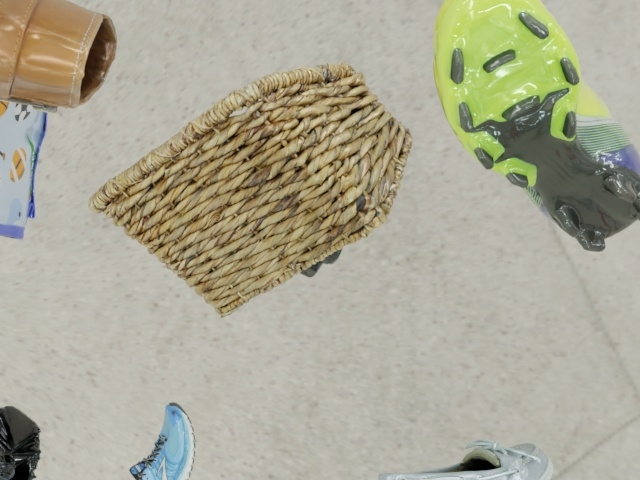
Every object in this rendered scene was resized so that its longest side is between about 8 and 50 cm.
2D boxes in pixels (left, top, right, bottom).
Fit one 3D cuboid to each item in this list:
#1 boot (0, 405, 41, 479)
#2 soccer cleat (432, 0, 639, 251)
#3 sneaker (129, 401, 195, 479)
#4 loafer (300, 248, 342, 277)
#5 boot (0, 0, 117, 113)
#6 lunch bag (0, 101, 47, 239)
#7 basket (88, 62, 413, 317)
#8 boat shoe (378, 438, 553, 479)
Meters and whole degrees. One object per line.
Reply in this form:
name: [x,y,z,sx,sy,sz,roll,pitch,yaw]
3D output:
boot: [-0.398,0.277,1.349,0.094,0.246,0.207,44,99,-4]
soccer cleat: [0.145,-0.095,0.805,0.093,0.121,0.289,-32,140,16]
sneaker: [-0.202,0.284,1.461,0.073,0.063,0.162,9,89,-18]
loafer: [0.000,0.000,1.645,0.062,0.170,0.061,36,68,-9]
boot: [-0.162,-0.085,0.434,0.152,0.197,0.073,20,111,-3]
lunch bag: [-0.495,-0.173,1.385,0.385,0.238,0.328,8,88,-52]
basket: [-0.073,-0.094,1.325,0.223,0.299,0.213,42,42,-20]
boat shoe: [0.208,0.336,1.635,0.320,0.118,0.103,-12,91,-37]
